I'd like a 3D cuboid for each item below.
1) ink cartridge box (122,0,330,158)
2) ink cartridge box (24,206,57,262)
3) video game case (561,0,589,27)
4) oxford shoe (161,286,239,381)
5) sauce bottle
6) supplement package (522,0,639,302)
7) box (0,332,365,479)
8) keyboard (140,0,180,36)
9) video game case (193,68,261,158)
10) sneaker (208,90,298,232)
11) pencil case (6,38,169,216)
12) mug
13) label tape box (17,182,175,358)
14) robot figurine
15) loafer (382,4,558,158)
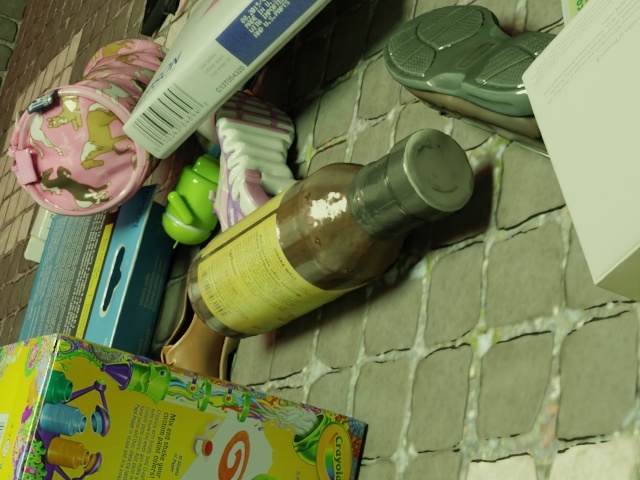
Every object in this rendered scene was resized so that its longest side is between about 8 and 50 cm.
[{"bbox_3d":[-0.064,-0.287,1.213,0.324,0.071,0.330,-37,26,42],"label":"ink cartridge box"},{"bbox_3d":[-0.385,-0.040,1.720,0.061,0.104,0.181,14,85,64],"label":"ink cartridge box"},{"bbox_3d":[0.242,-0.244,0.778,0.193,0.023,0.212,-39,41,46],"label":"video game case"},{"bbox_3d":[-0.141,0.148,1.170,0.076,0.076,0.212,-17,58,56],"label":"oxford shoe"},{"bbox_3d":[0.000,0.000,0.966,0.344,0.111,0.111,-28,48,53],"label":"sauce bottle"},{"bbox_3d":[0.204,-0.056,0.629,0.105,0.105,0.179,-49,33,35],"label":"supplement package"},{"bbox_3d":[-0.145,0.255,0.876,0.177,0.279,0.290,-16,57,58],"label":"box"},{"bbox_3d":[-0.208,-0.455,1.759,0.317,0.033,0.202,-51,26,34],"label":"keyboard"},{"bbox_3d":[-0.120,-0.200,1.434,0.166,0.015,0.119,-62,27,15],"label":"video game case"},{"bbox_3d":[-0.081,-0.070,1.195,0.104,0.095,0.236,-59,28,36],"label":"sneaker"},{"bbox_3d":[-0.269,-0.157,1.407,0.160,0.167,0.386,-51,9,18],"label":"pencil case"},{"bbox_3d":[-0.116,-0.149,1.346,0.064,0.062,0.078,51,124,51],"label":"mug"},{"bbox_3d":[-0.279,0.076,1.438,0.347,0.115,0.249,-10,63,55],"label":"label tape box"},{"bbox_3d":[-0.150,-0.045,1.324,0.115,0.067,0.101,-63,0,14],"label":"robot figurine"},{"bbox_3d":[0.127,-0.117,0.844,0.096,0.084,0.267,-34,26,-5],"label":"loafer"}]
